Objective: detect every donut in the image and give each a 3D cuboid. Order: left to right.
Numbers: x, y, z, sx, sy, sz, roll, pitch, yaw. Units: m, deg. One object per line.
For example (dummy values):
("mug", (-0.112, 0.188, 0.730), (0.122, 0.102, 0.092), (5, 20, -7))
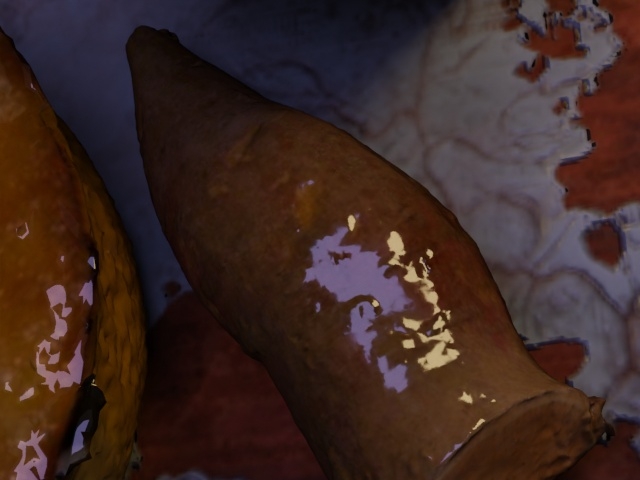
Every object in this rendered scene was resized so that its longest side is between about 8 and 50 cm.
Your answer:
("donut", (-0.277, 0.086, 1.001), (0.435, 0.163, 0.377), (-39, 67, 3))

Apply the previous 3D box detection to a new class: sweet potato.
("sweet potato", (-0.002, 0.001, 0.948), (0.131, 0.131, 0.336), (-38, 67, 5))
